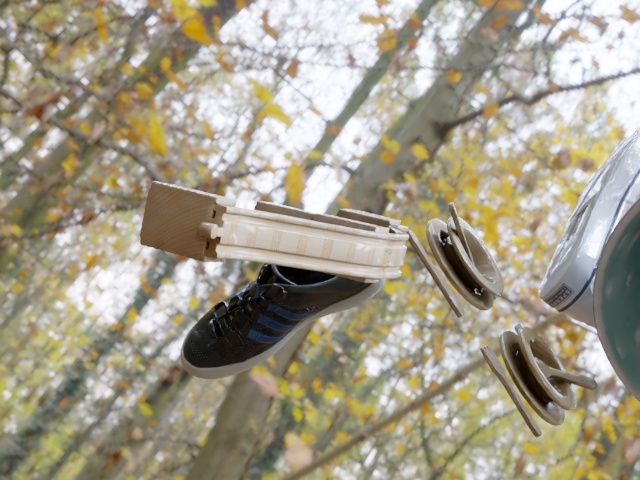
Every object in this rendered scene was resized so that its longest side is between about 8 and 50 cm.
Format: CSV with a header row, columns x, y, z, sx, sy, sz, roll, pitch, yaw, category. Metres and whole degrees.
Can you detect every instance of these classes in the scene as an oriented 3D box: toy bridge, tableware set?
x,y,z,sx,sy,sz,roll,pitch,yaw,category
0.000,0.000,0.455,0.063,0.026,0.188,14,4,24,toy bridge
0.153,0.057,0.871,0.039,0.128,0.194,-36,-99,22,tableware set

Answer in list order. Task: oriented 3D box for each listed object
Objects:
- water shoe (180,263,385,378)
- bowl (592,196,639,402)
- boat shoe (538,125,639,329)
x,y,z,sx,sy,sz,roll,pitch,yaw,category
-0.042,0.045,0.937,0.073,0.203,0.080,60,0,39,water shoe
0.396,0.018,0.905,0.311,0.163,0.311,10,-54,15,bowl
0.302,-0.011,1.090,0.084,0.258,0.095,35,-31,-1,boat shoe
